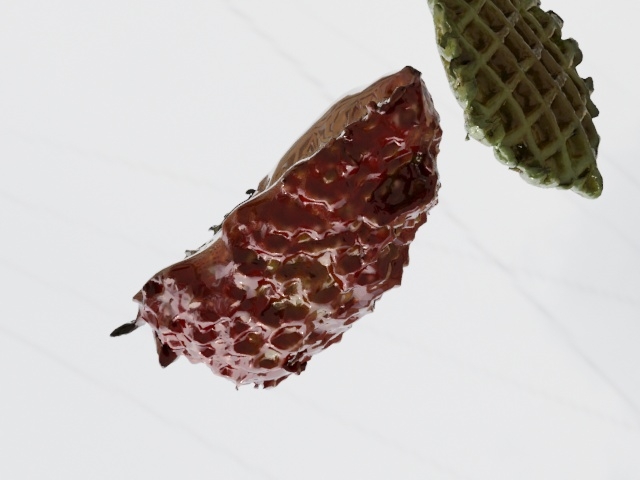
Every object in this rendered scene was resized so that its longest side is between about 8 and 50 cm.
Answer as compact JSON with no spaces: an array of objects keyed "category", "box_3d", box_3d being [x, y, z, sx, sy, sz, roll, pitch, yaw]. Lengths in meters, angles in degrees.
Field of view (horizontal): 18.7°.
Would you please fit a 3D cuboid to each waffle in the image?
[{"category":"waffle","box_3d":[0.161,-0.141,1.621,0.208,0.054,0.214,18,-127,-43]}]

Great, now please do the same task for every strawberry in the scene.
[{"category":"strawberry","box_3d":[0.009,-0.009,1.042,0.098,0.228,0.174,46,-149,-3]}]
